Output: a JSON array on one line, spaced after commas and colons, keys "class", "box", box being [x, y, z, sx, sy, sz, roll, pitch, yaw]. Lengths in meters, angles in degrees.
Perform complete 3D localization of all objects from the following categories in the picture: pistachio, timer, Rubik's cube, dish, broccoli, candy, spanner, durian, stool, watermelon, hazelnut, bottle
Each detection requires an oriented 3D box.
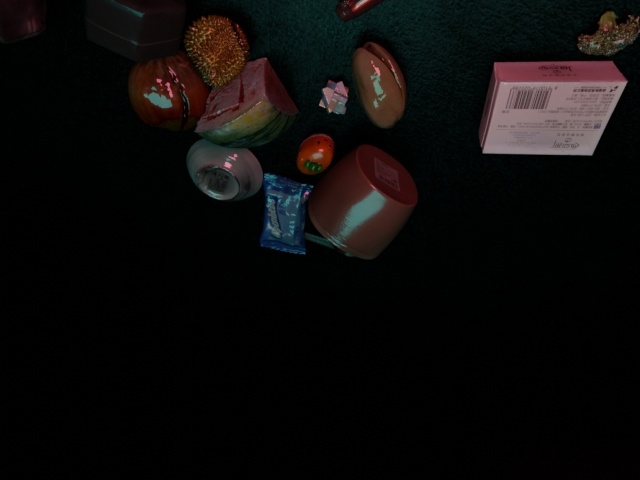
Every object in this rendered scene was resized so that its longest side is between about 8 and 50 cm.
[{"class": "pistachio", "box": [0.148, -0.388, 1.081, 0.136, 0.135, 0.225, -12, 127, 23]}, {"class": "timer", "box": [-0.019, -0.248, 1.262, 0.099, 0.136, 0.136, 33, 133, -14]}, {"class": "Rubik's cube", "box": [0.037, -0.383, 1.140, 0.075, 0.073, 0.084, 10, 139, 1]}, {"class": "dish", "box": [-0.325, -0.207, 1.395, 0.261, 0.085, 0.260, 6, 137, 6]}, {"class": "broccoli", "box": [0.639, -0.459, 0.947, 0.095, 0.097, 0.091, -8, 94, -10]}, {"class": "candy", "box": [-0.122, -0.079, 1.490, 0.187, 0.077, 0.331, 14, 129, 6]}, {"class": "spanner", "box": [0.000, 0.000, 1.599, 0.302, 0.017, 0.071, 17, 136, -8]}, {"class": "durian", "box": [-0.259, -0.477, 1.058, 0.168, 0.136, 0.158, -32, 125, 25]}, {"class": "stool", "box": [-0.428, -0.531, 0.979, 0.232, 0.232, 0.141, 22, 138, -11]}, {"class": "watermelon", "box": [-0.198, -0.368, 1.179, 0.213, 0.201, 0.262, -17, 175, 23]}, {"class": "hazelnut", "box": [-0.398, -0.399, 1.132, 0.212, 0.181, 0.181, -19, 174, -27]}, {"class": "bottle", "box": [0.112, -0.553, 0.953, 0.164, 0.060, 0.060, -20, 129, 30]}]

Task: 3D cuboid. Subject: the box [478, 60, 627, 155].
[{"class": "box", "box": [0.558, -0.326, 1.058, 0.275, 0.116, 0.203, 2, 137, 9]}]

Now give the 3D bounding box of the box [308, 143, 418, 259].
[{"class": "box", "box": [0.132, -0.122, 1.246, 0.301, 0.300, 0.216, 28, 130, -18]}]

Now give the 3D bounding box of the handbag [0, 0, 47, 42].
[{"class": "handbag", "box": [-0.758, -0.627, 0.918, 0.241, 0.247, 0.340, 14, 126, -6]}]

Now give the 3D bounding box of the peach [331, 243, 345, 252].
[{"class": "peach", "box": [0.079, -0.003, 1.524, 0.101, 0.100, 0.100, 6, 137, 6]}]
